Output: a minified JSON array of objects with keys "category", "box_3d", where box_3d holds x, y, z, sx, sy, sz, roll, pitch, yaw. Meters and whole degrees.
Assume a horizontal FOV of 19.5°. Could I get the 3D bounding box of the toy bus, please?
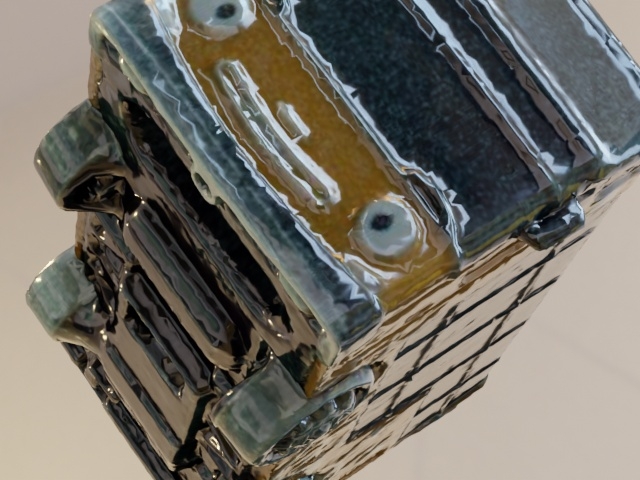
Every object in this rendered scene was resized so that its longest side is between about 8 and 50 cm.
[{"category":"toy bus","box_3d":[0.000,0.000,0.658,0.167,0.138,0.275,-32,-15,-19]}]
